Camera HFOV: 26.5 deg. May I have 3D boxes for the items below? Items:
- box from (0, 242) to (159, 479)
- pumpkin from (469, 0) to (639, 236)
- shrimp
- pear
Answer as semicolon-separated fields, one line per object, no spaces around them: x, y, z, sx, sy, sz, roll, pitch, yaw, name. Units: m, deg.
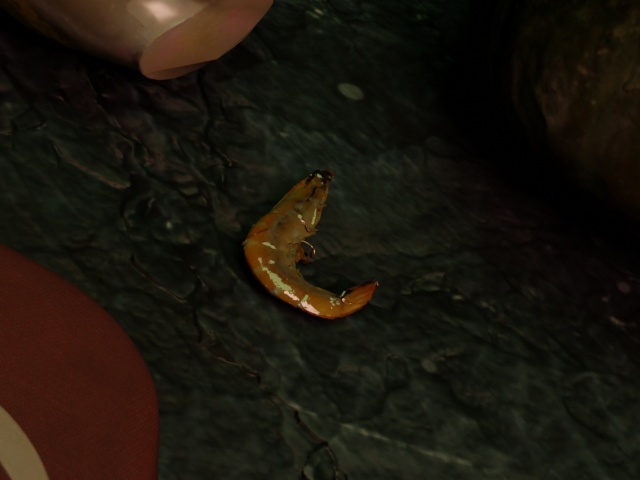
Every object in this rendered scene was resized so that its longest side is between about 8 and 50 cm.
-0.186;0.118;0.520;0.263;0.108;0.404;29;26;-18;box
0.331;-0.156;1.001;0.454;0.344;0.454;7;40;-6;pumpkin
0.000;0.000;0.882;0.091;0.025;0.127;28;46;-6;shrimp
-0.115;-0.244;0.884;0.271;0.271;0.271;17;43;-17;pear
